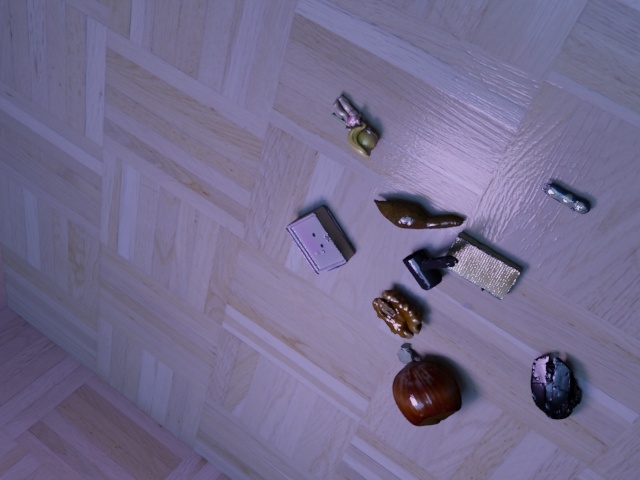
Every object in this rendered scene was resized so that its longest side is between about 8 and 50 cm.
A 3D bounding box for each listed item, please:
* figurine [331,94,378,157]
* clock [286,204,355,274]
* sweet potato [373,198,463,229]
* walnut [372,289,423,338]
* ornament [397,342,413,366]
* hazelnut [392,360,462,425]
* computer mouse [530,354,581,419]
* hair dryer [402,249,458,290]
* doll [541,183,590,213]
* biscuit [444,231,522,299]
[{"bbox_3d":[0.091,-0.311,1.825,0.083,0.083,0.187,-36,85,45],"label":"figurine"},{"bbox_3d":[0.000,0.000,2.099,0.147,0.071,0.192,-25,102,44],"label":"clock"},{"bbox_3d":[0.264,-0.063,1.862,0.270,0.075,0.074,15,127,24],"label":"sweet potato"},{"bbox_3d":[0.248,0.224,2.073,0.170,0.069,0.143,47,136,2],"label":"walnut"},{"bbox_3d":[0.282,0.383,2.175,0.068,0.041,0.092,43,148,32],"label":"ornament"},{"bbox_3d":[0.337,0.483,2.118,0.212,0.180,0.181,-28,145,21],"label":"hazelnut"},{"bbox_3d":[0.665,0.430,1.900,0.147,0.077,0.241,4,121,32],"label":"computer mouse"},{"bbox_3d":[0.330,0.075,1.855,0.114,0.071,0.248,54,159,-7],"label":"hair dryer"},{"bbox_3d":[0.598,-0.103,1.619,0.125,0.027,0.037,31,140,16],"label":"doll"},{"bbox_3d":[0.446,0.072,1.842,0.199,0.040,0.121,33,130,13],"label":"biscuit"}]
